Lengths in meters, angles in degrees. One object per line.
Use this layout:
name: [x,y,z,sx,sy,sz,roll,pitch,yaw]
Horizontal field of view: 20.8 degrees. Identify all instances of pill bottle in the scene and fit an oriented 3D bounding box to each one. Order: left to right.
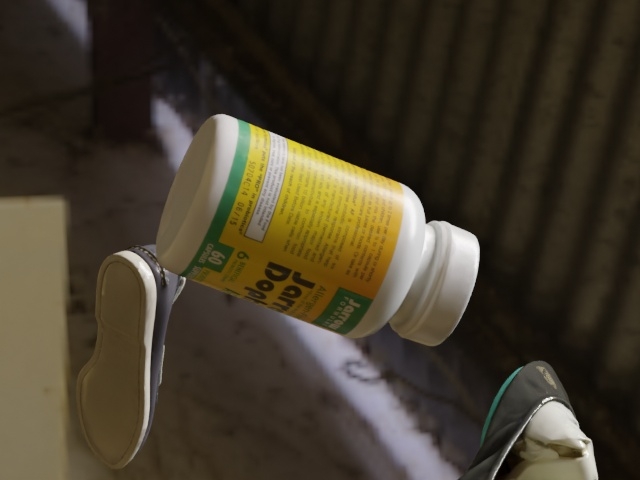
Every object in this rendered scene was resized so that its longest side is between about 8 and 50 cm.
pill bottle: [0.000,0.000,1.223,0.117,0.208,0.117,-159,-90,-75]

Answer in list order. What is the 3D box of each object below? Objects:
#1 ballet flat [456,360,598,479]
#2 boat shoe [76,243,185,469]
ballet flat: [0.150,0.190,1.299,0.096,0.280,0.095,0,-57,34]
boat shoe: [-0.140,0.091,1.361,0.075,0.065,0.206,32,-52,28]
